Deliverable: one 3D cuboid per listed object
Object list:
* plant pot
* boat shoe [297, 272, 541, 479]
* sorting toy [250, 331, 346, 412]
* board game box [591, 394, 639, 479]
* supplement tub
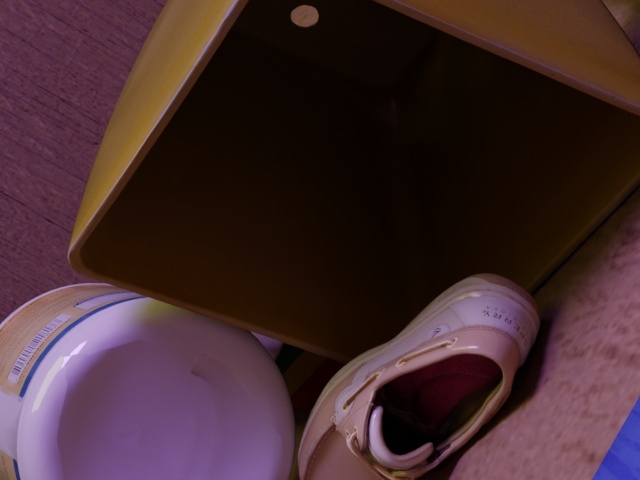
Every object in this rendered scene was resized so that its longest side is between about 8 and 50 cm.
[{"bbox_3d":[0.018,-0.085,0.817,0.212,0.212,0.187,-51,29,38],"label":"plant pot"},{"bbox_3d":[0.038,0.084,0.788,0.170,0.063,0.059,-51,9,36],"label":"boat shoe"},{"bbox_3d":[0.000,0.000,1.089,0.257,0.089,0.255,-64,12,-19],"label":"sorting toy"},{"bbox_3d":[0.119,0.123,0.341,0.319,0.066,0.318,-61,12,1],"label":"board game box"},{"bbox_3d":[-0.112,0.097,0.901,0.144,0.144,0.199,-62,21,-9],"label":"supplement tub"}]
